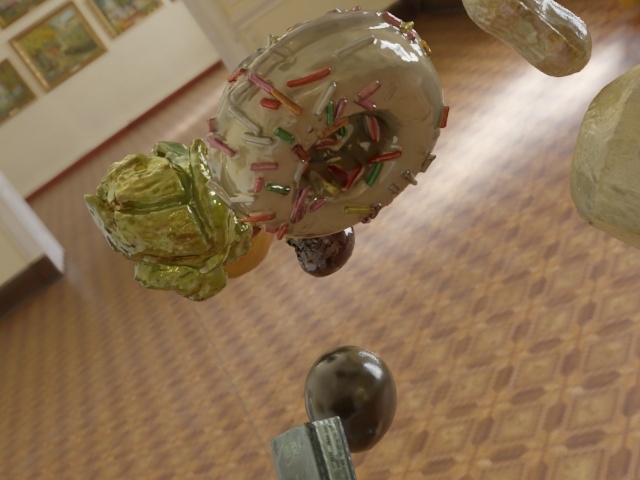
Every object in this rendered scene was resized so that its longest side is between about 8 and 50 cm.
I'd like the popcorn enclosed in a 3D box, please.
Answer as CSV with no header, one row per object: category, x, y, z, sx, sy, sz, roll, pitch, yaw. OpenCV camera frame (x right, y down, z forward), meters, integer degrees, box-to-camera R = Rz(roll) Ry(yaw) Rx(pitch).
popcorn,-0.247,-0.035,1.642,0.225,0.277,0.276,-28,17,-3

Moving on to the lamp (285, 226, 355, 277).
lamp,0.000,0.003,2.225,0.157,0.135,0.156,-41,31,26

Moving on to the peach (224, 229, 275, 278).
peach,-0.234,-0.073,2.409,0.289,0.289,0.308,-14,32,49

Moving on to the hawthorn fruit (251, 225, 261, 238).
hawthorn fruit,-0.220,-0.074,2.103,0.179,0.200,0.179,-26,54,42

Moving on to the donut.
donut,0.019,-0.153,1.410,0.382,0.383,0.142,-36,56,-3

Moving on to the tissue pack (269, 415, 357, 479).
tissue pack,0.003,0.455,1.735,0.081,0.257,0.185,-7,-18,-29

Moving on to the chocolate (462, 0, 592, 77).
chocolate,0.393,-0.421,1.874,0.134,0.309,0.134,-50,17,21

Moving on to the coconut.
coconut,0.644,-0.126,1.662,0.415,0.345,0.416,-7,50,9

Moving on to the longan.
longan,0.060,0.315,1.978,0.196,0.220,0.196,-9,26,4
